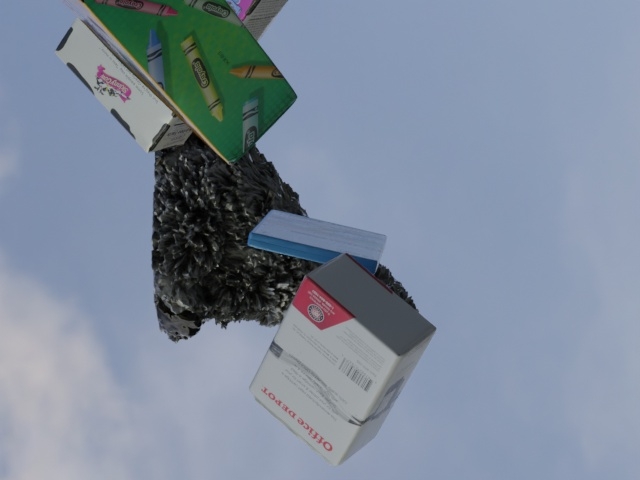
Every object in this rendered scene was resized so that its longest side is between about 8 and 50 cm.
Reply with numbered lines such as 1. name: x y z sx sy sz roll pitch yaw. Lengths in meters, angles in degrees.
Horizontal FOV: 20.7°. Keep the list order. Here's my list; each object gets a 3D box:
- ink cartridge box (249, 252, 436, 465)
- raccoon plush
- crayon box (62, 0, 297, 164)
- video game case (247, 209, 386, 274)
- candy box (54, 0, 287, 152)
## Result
1. ink cartridge box: 0.017 0.104 1.512 0.109 0.150 0.063 40 -139 16
2. raccoon plush: -0.039 -0.048 1.984 0.216 0.299 0.446 -91 0 -62
3. crayon box: -0.139 -0.184 1.308 0.081 0.165 0.278 -45 -30 -3
4. video game case: 0.000 0.000 1.651 0.166 0.119 0.015 -58 -20 -80
5. candy box: -0.149 -0.227 1.790 0.159 0.233 0.071 48 -151 14
